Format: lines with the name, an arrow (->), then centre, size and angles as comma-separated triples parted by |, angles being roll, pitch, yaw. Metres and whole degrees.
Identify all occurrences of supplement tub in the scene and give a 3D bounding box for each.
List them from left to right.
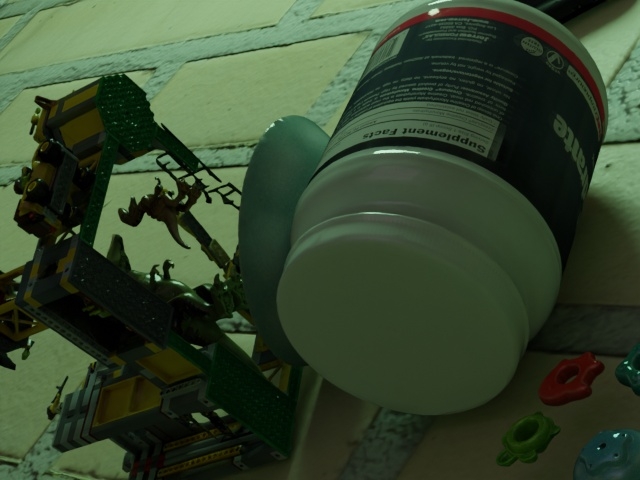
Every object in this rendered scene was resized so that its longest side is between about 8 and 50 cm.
supplement tub -> 0.091, -0.031, 1.077 | 0.191, 0.191, 0.272 | -16, 35, 36

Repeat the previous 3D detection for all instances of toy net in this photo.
toy net -> 0.217, 0.077, 0.928 | 0.232, 0.045, 0.122 | -45, 26, -17

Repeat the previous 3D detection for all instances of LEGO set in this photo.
LEGO set -> -0.158, 0.049, 1.156 | 0.192, 0.331, 0.255 | -21, 52, 33

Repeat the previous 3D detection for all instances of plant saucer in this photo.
plant saucer -> 0.000, 0.000, 1.151 | 0.037, 0.195, 0.195 | -1, 42, 27

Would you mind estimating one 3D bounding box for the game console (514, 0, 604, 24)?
game console -> 0.264, -0.268, 1.403 | 0.361, 0.044, 0.213 | -27, 27, 18
